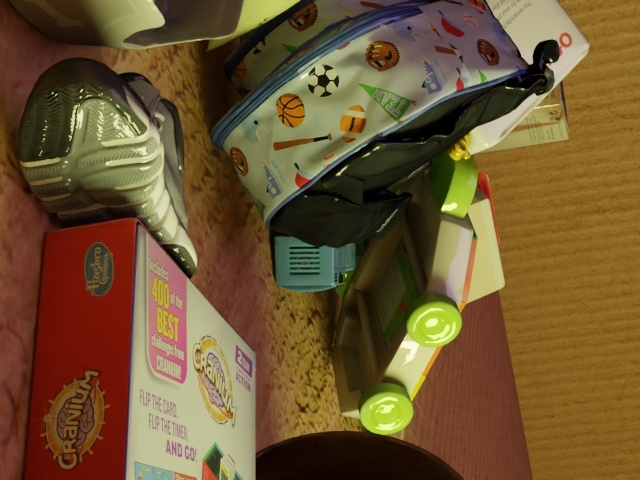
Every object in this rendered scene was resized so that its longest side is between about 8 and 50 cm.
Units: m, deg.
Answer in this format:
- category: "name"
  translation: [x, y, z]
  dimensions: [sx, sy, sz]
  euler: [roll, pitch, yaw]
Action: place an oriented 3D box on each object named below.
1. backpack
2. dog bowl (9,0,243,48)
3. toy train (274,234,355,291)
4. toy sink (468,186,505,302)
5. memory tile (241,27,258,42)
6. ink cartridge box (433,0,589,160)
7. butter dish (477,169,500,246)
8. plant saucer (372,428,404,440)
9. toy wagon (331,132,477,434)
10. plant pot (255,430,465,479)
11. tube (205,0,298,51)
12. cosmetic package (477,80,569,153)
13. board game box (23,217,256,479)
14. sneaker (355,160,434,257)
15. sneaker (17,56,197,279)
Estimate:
- category: "backpack"
  translation: [0.034, -0.126, 1.132]
  dimensions: [0.213, 0.276, 0.263]
  euler: [50, 37, 4]
- category: "dog bowl"
  translation: [-0.147, -0.287, 0.808]
  dimensions: [0.349, 0.102, 0.349]
  euler: [-7, 90, -77]
- category: "toy train"
  translation: [0.000, 0.000, 1.333]
  dimensions: [0.184, 0.080, 0.105]
  euler: [-5, 96, -78]
- category: "toy sink"
  translation: [0.140, -0.026, 1.746]
  dimensions: [0.234, 0.131, 0.153]
  euler: [-125, -164, -54]
- category: "memory tile"
  translation: [-0.055, -0.203, 1.345]
  dimensions: [0.148, 0.012, 0.113]
  euler: [-78, 157, -56]
- category: "ink cartridge box"
  translation: [0.132, -0.248, 1.357]
  dimensions: [0.198, 0.115, 0.273]
  euler: [-44, 100, -25]
- category: "butter dish"
  translation: [0.215, -0.037, 2.172]
  dimensions: [0.118, 0.160, 0.160]
  euler: [-41, 126, -46]
- category: "plant saucer"
  translation: [0.094, 0.162, 1.580]
  dimensions: [0.278, 0.041, 0.278]
  euler: [4, 90, -85]
- category: "toy wagon"
  translation: [0.098, 0.033, 1.342]
  dimensions: [0.267, 0.068, 0.344]
  euler: [-101, -148, -58]
- category: "plant pot"
  translation: [0.019, 0.313, 1.005]
  dimensions: [0.215, 0.215, 0.230]
  euler: [-76, 168, -58]
- category: "tube"
  translation: [-0.045, -0.213, 1.033]
  dimensions: [0.240, 0.070, 0.062]
  euler: [173, -93, -74]
- category: "cosmetic package"
  translation: [0.239, -0.229, 1.995]
  dimensions: [0.129, 0.296, 0.153]
  euler: [53, 30, -62]
- category: "board game box"
  translation: [-0.106, 0.180, 0.791]
  dimensions: [0.242, 0.064, 0.317]
  euler: [59, 27, -60]
- category: "sneaker"
  translation: [0.092, -0.093, 1.617]
  dimensions: [0.134, 0.146, 0.344]
  euler: [65, 21, -51]
- category: "sneaker"
  translation: [-0.136, -0.072, 0.804]
  dimensions: [0.229, 0.086, 0.132]
  euler: [80, 4, -58]
